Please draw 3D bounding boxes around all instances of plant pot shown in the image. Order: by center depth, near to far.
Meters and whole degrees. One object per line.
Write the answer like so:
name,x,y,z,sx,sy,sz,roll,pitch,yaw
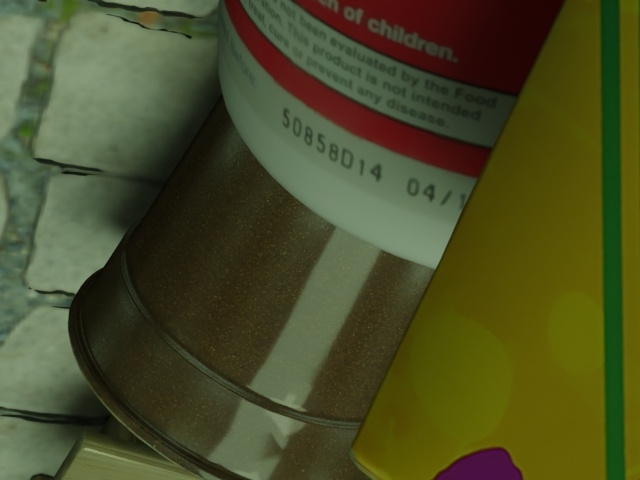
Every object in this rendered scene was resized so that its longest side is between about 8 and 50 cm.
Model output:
plant pot,0.000,0.000,0.809,0.167,0.167,0.165,18,119,-22

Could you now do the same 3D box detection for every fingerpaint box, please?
fingerpaint box,0.258,-0.072,0.563,0.445,0.163,0.371,-5,126,-54

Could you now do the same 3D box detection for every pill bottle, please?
pill bottle,0.091,-0.202,0.585,0.229,0.229,0.408,0,132,-8

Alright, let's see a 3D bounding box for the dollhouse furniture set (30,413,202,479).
dollhouse furniture set,-0.022,0.168,0.944,0.242,0.161,0.212,18,127,-22
